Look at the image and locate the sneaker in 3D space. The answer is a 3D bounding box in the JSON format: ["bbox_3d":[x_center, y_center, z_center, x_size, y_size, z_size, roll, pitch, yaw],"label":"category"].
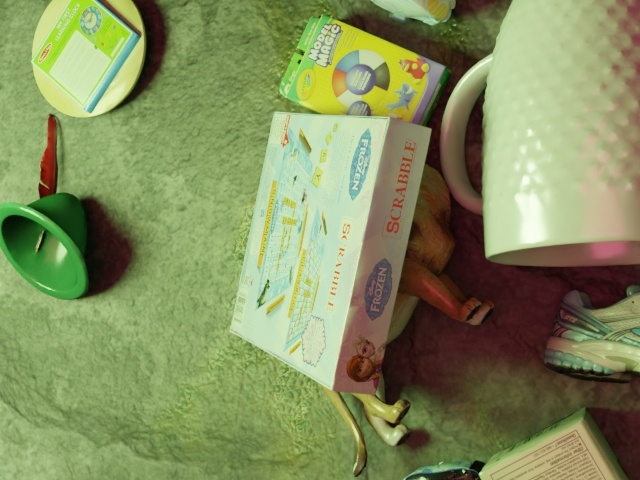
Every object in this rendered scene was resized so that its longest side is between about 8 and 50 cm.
[{"bbox_3d":[0.407,0.111,1.185,0.283,0.110,0.122,2,77,32],"label":"sneaker"}]

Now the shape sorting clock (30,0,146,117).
[{"bbox_3d":[-0.349,-0.288,1.496,0.206,0.040,0.206,1,92,21],"label":"shape sorting clock"}]

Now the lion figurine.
[{"bbox_3d":[0.072,0.092,1.301,0.240,0.142,0.392,39,104,23],"label":"lion figurine"}]

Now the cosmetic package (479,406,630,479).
[{"bbox_3d":[0.336,0.372,1.210,0.153,0.129,0.296,-30,79,14],"label":"cosmetic package"}]

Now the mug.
[{"bbox_3d":[0.292,-0.140,1.187,0.374,0.276,0.328,-9,79,48],"label":"mug"}]

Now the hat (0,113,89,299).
[{"bbox_3d":[-0.376,-0.044,1.509,0.173,0.183,0.209,14,135,25],"label":"hat"}]

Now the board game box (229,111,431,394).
[{"bbox_3d":[0.000,0.000,1.259,0.318,0.065,0.319,18,97,62],"label":"board game box"}]

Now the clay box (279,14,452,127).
[{"bbox_3d":[0.051,-0.218,1.357,0.222,0.053,0.127,26,96,16],"label":"clay box"}]

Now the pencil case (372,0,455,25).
[{"bbox_3d":[0.152,-0.423,1.298,0.124,0.113,0.273,20,95,7],"label":"pencil case"}]

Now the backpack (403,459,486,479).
[{"bbox_3d":[0.166,0.339,1.289,0.114,0.084,0.105,-8,89,20],"label":"backpack"}]
